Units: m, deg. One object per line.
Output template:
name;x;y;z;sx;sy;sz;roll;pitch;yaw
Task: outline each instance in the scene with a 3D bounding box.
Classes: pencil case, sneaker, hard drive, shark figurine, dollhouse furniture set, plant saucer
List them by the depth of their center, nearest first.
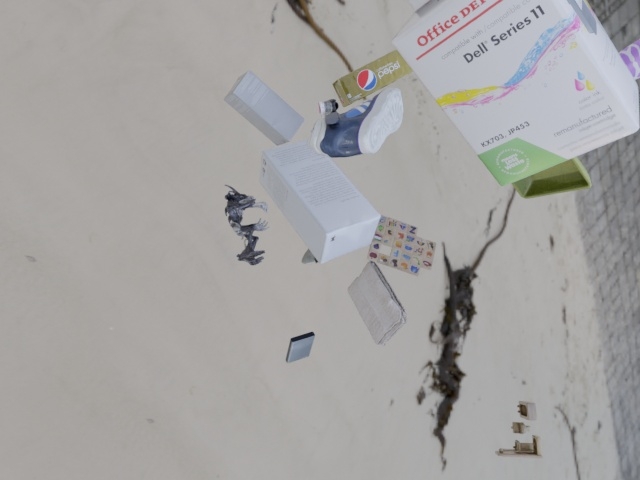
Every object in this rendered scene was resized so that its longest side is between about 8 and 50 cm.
plant saucer;0.469;-0.184;1.123;0.045;0.188;0.188;-45;104;-19
pencil case;0.728;-0.419;1.250;0.086;0.206;0.088;28;45;-42
sneaker;0.090;-0.350;1.521;0.323;0.236;0.130;-55;140;-43
dollhouse furniture set;0.590;0.573;1.589;0.144;0.123;0.151;61;29;-74
hard drive;-0.075;0.393;1.906;0.094;0.022;0.135;-13;140;-26
shark figurine;0.019;-0.014;2.006;0.116;0.278;0.166;49;2;-6
sneaker;0.036;-0.521;2.042;0.170;0.074;0.063;-62;147;-78

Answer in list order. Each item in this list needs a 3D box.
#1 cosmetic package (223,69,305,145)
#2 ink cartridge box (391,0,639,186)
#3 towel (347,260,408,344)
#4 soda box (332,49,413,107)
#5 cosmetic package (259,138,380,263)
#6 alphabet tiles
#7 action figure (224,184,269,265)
cosmetic package;-0.180;-0.420;1.671;0.238;0.127;0.107;36;78;-24
ink cartridge box;0.246;-0.266;0.708;0.353;0.207;0.119;46;49;-17
towel;0.208;0.238;1.962;0.049;0.187;0.282;0;47;-40
soda box;0.123;-0.372;1.176;0.181;0.058;0.061;-29;100;-9
cosmetic package;-0.015;-0.156;1.873;0.230;0.453;0.162;-19;145;-27
alphabet tiles;0.302;0.021;1.897;0.009;0.237;0.198;111;-2;-60
action figure;-0.233;-0.063;1.686;0.164;0.140;0.276;91;-15;-68
